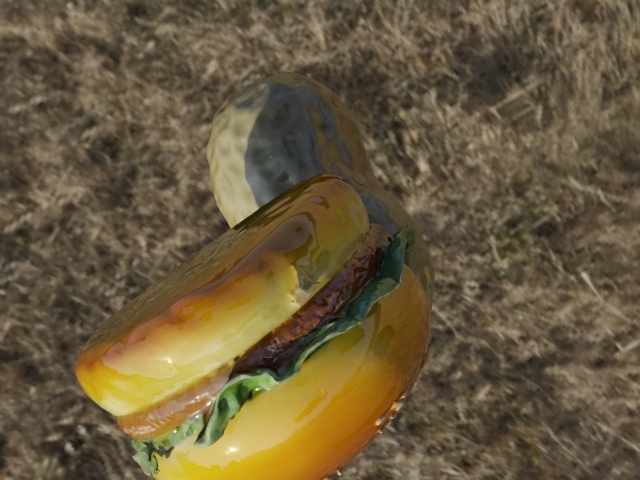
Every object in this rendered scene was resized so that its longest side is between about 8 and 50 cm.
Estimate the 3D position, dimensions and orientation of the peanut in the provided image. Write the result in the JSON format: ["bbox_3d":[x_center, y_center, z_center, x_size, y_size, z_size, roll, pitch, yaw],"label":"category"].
[{"bbox_3d":[0.009,0.000,0.993,0.159,0.143,0.291,-21,83,26],"label":"peanut"}]

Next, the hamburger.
[{"bbox_3d":[-0.030,0.078,0.802,0.246,0.246,0.170,-33,100,10],"label":"hamburger"}]
